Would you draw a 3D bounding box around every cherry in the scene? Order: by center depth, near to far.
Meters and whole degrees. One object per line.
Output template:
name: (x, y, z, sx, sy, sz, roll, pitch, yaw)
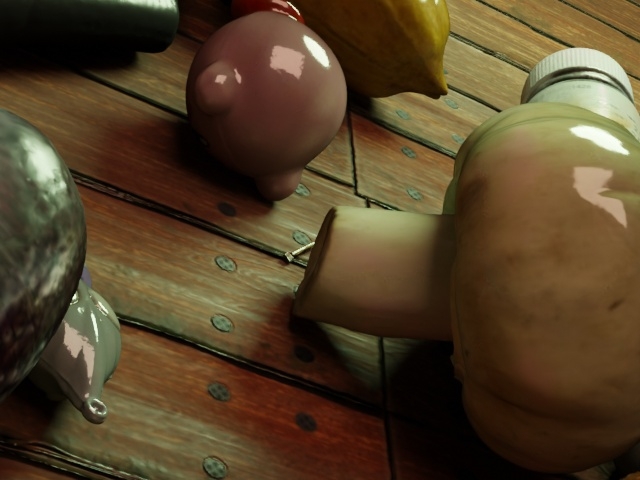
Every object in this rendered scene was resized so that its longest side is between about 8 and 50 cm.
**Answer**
cherry: (-0.287, 0.007, 0.811, 0.255, 0.218, 0.296, 14, 45, -6)

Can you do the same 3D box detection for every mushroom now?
mushroom: (0.188, 0.018, 1.115, 0.353, 0.325, 0.353, 18, 48, -21)

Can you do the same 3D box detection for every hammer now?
hammer: (0.000, 0.000, 1.258, 0.029, 0.014, 0.123, 37, 34, 20)

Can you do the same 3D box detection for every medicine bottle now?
medicine bottle: (0.327, -0.120, 1.553, 0.165, 0.165, 0.273, 27, 34, -11)

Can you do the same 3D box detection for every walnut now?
walnut: (0.035, -0.296, 1.499, 0.336, 0.209, 0.209, 44, 34, 0)

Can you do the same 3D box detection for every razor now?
razor: (-0.307, -0.272, 1.244, 0.349, 0.113, 0.204, -9, 50, -46)

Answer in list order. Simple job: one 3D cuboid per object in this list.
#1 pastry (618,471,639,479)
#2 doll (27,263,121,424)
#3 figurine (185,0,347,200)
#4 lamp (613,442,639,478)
pastry: (0.331, 0.296, 1.100, 0.192, 0.093, 0.182, 24, 37, -16)
doll: (-0.204, 0.063, 0.954, 0.102, 0.075, 0.227, 21, 23, -36)
figurine: (-0.057, -0.145, 1.260, 0.173, 0.173, 0.173, 23, 35, -17)
lamp: (0.339, 0.205, 1.210, 0.105, 0.105, 0.105, 23, 35, -17)
